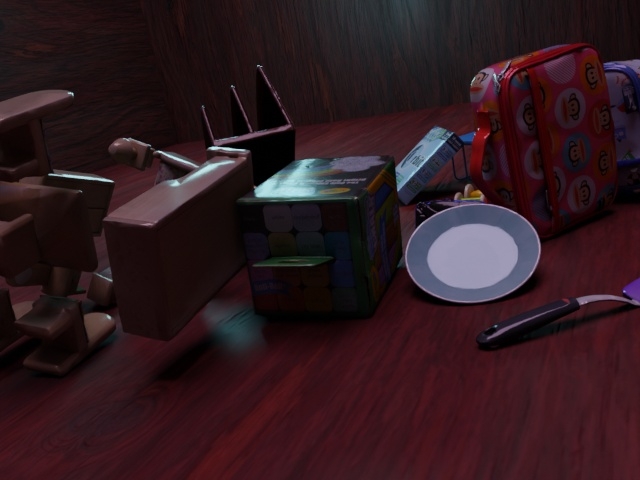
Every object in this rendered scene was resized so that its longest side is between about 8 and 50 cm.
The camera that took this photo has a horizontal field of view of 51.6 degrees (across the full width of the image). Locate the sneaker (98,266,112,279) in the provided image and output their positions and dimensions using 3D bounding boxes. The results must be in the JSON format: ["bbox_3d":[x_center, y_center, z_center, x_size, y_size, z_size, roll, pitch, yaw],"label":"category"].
[{"bbox_3d":[-0.330,0.009,1.278,0.099,0.121,0.262,2,22,35],"label":"sneaker"}]

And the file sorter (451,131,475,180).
[{"bbox_3d":[0.398,-0.194,1.522,0.118,0.104,0.170,-21,18,-28],"label":"file sorter"}]

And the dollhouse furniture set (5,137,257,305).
[{"bbox_3d":[-0.297,0.006,1.048,0.355,0.303,0.174,21,8,21],"label":"dollhouse furniture set"}]

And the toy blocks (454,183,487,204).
[{"bbox_3d":[0.339,-0.076,1.242,0.148,0.054,0.123,-1,18,30],"label":"toy blocks"}]

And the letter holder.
[{"bbox_3d":[-0.155,-0.170,1.336,0.152,0.302,0.214,-15,56,-13],"label":"letter holder"}]

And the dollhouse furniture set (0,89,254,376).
[{"bbox_3d":[-0.321,-0.027,0.928,0.394,0.362,0.256,8,27,20],"label":"dollhouse furniture set"}]

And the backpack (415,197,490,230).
[{"bbox_3d":[0.220,-0.019,1.045,0.120,0.098,0.101,-5,-3,27],"label":"backpack"}]

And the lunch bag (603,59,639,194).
[{"bbox_3d":[0.478,-0.191,1.221,0.303,0.243,0.115,-3,16,46],"label":"lunch bag"}]

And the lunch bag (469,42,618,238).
[{"bbox_3d":[0.352,-0.157,1.081,0.258,0.293,0.120,-22,17,-23],"label":"lunch bag"}]

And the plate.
[{"bbox_3d":[0.214,0.020,0.938,0.188,0.024,0.188,-10,44,10],"label":"plate"}]

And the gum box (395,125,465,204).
[{"bbox_3d":[0.229,-0.173,1.503,0.184,0.041,0.157,-48,14,7],"label":"gum box"}]

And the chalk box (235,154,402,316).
[{"bbox_3d":[0.000,0.000,0.961,0.180,0.179,0.289,0,22,20],"label":"chalk box"}]

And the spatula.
[{"bbox_3d":[0.318,0.074,0.773,0.296,0.030,0.084,-14,15,-8],"label":"spatula"}]
